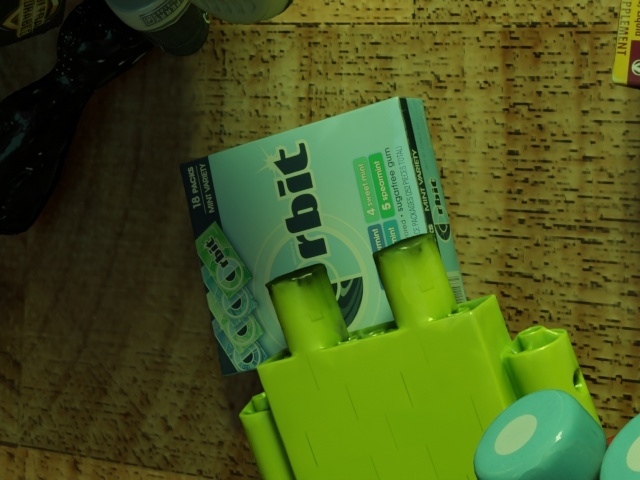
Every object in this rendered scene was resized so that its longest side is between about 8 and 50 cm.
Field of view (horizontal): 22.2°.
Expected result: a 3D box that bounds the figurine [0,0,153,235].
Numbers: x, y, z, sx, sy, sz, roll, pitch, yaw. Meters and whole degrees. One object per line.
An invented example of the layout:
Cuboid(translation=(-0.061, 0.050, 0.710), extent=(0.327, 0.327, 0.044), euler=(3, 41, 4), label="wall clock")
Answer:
Cuboid(translation=(-0.242, -0.150, 1.252), extent=(0.209, 0.092, 0.215), euler=(-49, 67, 14), label="figurine")

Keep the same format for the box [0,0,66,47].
Cuboid(translation=(-0.244, -0.312, 1.039), extent=(0.295, 0.073, 0.293), euler=(61, 159, 13), label="box")

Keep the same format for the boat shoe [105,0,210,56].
Cuboid(translation=(-0.134, -0.213, 1.179), extent=(0.080, 0.076, 0.228), euler=(-37, 49, 3), label="boat shoe")

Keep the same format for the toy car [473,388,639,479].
Cuboid(translation=(0.255, 0.118, 0.925), extent=(0.219, 0.238, 0.210), euler=(47, 157, -20), label="toy car")

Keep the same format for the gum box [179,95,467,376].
Cuboid(translation=(0.000, 0.000, 1.128), extent=(0.184, 0.041, 0.157), euler=(-15, 84, 30), label="gum box")

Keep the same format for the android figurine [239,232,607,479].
Cuboid(translation=(0.064, 0.137, 1.063), extent=(0.248, 0.056, 0.273), euler=(-18, 97, 30), label="android figurine")

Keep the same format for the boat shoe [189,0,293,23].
Cuboid(translation=(-0.117, -0.359, 0.998), extent=(0.500, 0.156, 0.187), euler=(61, 159, 16), label="boat shoe")

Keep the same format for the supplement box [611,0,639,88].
Cuboid(translation=(0.273, -0.132, 0.939), extent=(0.188, 0.081, 0.104), euler=(7, 95, 30), label="supplement box")
